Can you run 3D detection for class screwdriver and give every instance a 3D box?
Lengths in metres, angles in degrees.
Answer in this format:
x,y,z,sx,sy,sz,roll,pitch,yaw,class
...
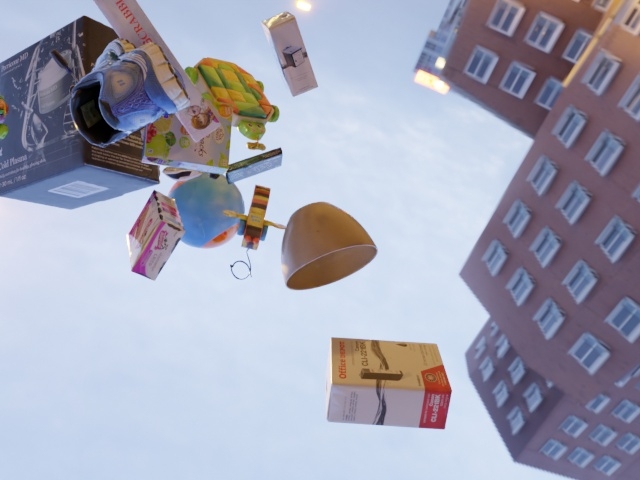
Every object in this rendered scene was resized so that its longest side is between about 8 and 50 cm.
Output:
x,y,z,sx,sy,sz,roll,pitch,yaw,class
-0.668,-0.443,1.549,0.024,0.170,0.025,-46,-141,-16,screwdriver

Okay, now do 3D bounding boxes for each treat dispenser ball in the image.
x,y,z,sx,sy,sz,roll,pitch,yaw,class
-0.420,-0.112,2.079,0.288,0.288,0.288,15,-146,-10,treat dispenser ball

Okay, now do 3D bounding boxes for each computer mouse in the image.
x,y,z,sx,sy,sz,roll,pitch,yaw,class
-0.390,-0.208,1.761,0.192,0.042,0.106,-2,-153,4,computer mouse

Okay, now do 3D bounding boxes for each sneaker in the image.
x,y,z,sx,sy,sz,roll,pitch,yaw,class
-0.327,-0.229,0.885,0.147,0.130,0.330,-35,-154,-19,sneaker

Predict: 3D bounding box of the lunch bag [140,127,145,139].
x,y,z,sx,sy,sz,roll,pitch,yaw,class
-0.479,-0.306,1.689,0.083,0.053,0.071,42,-114,6,lunch bag

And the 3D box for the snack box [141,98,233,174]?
x,y,z,sx,sy,sz,roll,pitch,yaw,class
-0.329,-0.268,1.421,0.207,0.070,0.175,6,-100,-24,snack box

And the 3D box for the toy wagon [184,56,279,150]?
x,y,z,sx,sy,sz,roll,pitch,yaw,class
-0.242,-0.407,1.691,0.267,0.068,0.344,-3,-128,-44,toy wagon

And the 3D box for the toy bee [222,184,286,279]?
x,y,z,sx,sy,sz,roll,pitch,yaw,class
-0.199,-0.032,1.784,0.195,0.299,0.162,-8,179,-11,toy bee

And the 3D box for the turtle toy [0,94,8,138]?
x,y,z,sx,sy,sz,roll,pitch,yaw,class
-0.845,-0.327,1.476,0.066,0.130,0.095,0,-154,-28,turtle toy

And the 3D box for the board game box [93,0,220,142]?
x,y,z,sx,sy,sz,roll,pitch,yaw,class
-0.342,-0.376,1.167,0.066,0.319,0.318,-36,-151,-3,board game box

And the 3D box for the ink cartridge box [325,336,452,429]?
x,y,z,sx,sy,sz,roll,pitch,yaw,class
0.150,0.332,1.347,0.272,0.114,0.197,3,-157,-1,ink cartridge box

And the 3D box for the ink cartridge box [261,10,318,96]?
x,y,z,sx,sy,sz,roll,pitch,yaw,class
-0.083,-0.505,1.543,0.082,0.191,0.140,-24,-149,-1,ink cartridge box

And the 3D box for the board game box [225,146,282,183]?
x,y,z,sx,sy,sz,roll,pitch,yaw,class
-0.210,-0.236,1.802,0.186,0.126,0.026,-21,-98,-11,board game box

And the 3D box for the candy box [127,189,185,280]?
x,y,z,sx,sy,sz,roll,pitch,yaw,class
-0.441,-0.019,1.512,0.071,0.159,0.233,28,-169,-30,candy box

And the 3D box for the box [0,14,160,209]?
x,y,z,sx,sy,sz,roll,pitch,yaw,class
-0.798,-0.389,1.875,0.297,0.479,0.472,13,-111,-57,box

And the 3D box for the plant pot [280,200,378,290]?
x,y,z,sx,sy,sz,roll,pitch,yaw,class
0.000,0.000,1.662,0.284,0.284,0.191,-7,-116,-36,plant pot
